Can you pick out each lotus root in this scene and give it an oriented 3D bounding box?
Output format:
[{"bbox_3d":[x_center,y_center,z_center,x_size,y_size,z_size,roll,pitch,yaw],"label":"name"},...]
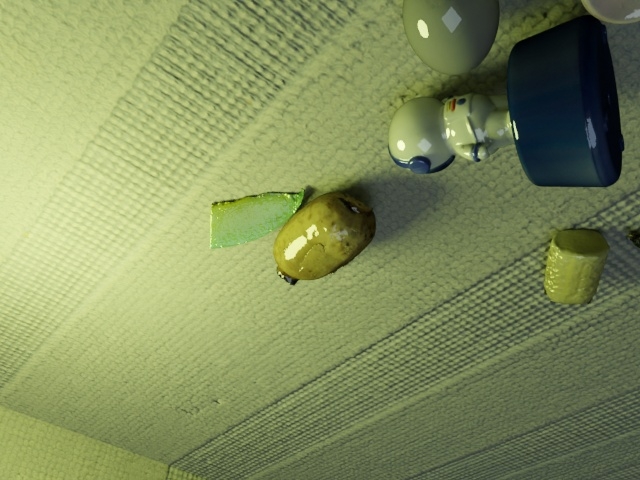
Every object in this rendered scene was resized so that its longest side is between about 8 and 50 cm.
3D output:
[{"bbox_3d":[0.000,0.000,1.414,0.160,0.146,0.284,33,126,-18],"label":"lotus root"}]

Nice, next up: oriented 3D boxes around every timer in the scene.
[{"bbox_3d":[0.294,-0.203,1.122,0.383,0.270,0.270,-6,139,32],"label":"timer"}]

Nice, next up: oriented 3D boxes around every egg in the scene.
[{"bbox_3d":[0.202,-0.344,1.016,0.146,0.146,0.199,-6,145,11],"label":"egg"}]

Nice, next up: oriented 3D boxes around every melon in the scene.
[{"bbox_3d":[-0.145,-0.063,1.446,0.261,0.053,0.114,-19,115,19],"label":"melon"}]

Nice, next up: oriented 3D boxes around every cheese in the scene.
[{"bbox_3d":[0.570,0.059,1.473,0.123,0.094,0.167,5,135,14],"label":"cheese"}]

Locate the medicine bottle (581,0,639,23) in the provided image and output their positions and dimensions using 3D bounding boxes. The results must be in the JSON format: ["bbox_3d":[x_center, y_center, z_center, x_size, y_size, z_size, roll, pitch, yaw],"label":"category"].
[{"bbox_3d":[0.382,-0.403,0.859,0.133,0.250,0.133,3,138,3],"label":"medicine bottle"}]

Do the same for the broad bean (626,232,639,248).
[{"bbox_3d":[0.792,0.008,1.429,0.254,0.046,0.065,1,138,4],"label":"broad bean"}]
